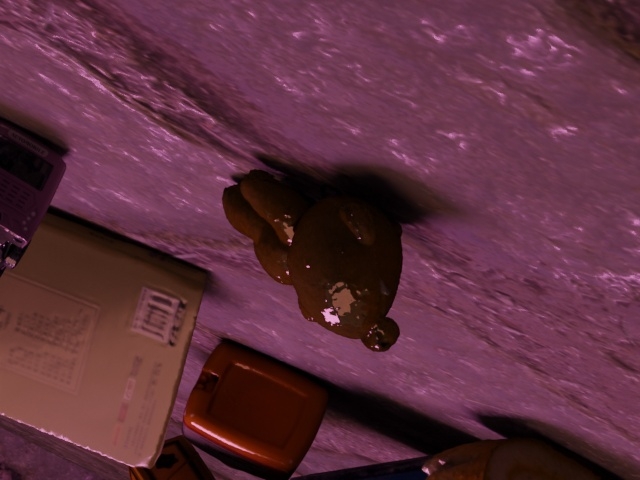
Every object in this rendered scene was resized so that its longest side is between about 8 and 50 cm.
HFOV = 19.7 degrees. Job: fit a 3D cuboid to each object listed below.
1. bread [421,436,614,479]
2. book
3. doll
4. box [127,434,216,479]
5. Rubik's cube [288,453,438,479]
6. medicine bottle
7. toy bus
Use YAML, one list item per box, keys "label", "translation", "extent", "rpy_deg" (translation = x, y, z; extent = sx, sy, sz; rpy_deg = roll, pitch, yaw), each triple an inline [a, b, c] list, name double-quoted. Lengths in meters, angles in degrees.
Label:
- label: "bread"
  translation: [0.217, 0.306, 1.915]
  extent: [0.257, 0.186, 0.124]
  rpy_deg: [22, 164, -30]
- label: "book"
  translation: [-0.298, 0.073, 1.859]
  extent: [0.352, 0.239, 0.035]
  rpy_deg: [21, -151, 5]
- label: "doll"
  translation: [0.000, 0.000, 1.384]
  extent: [0.209, 0.097, 0.137]
  rpy_deg: [30, 145, 56]
- label: "box"
  translation: [-0.128, 0.388, 2.137]
  extent: [0.301, 0.084, 0.192]
  rpy_deg: [-132, 32, -52]
- label: "Rubik's cube"
  translation: [0.074, 0.385, 2.106]
  extent: [0.259, 0.260, 0.255]
  rpy_deg: [-6, 169, -10]
- label: "medicine bottle"
  translation: [-0.080, 0.208, 2.162]
  extent: [0.149, 0.112, 0.222]
  rpy_deg: [25, 166, 1]
- label: "toy bus"
  translation: [-0.294, -0.034, 1.634]
  extent: [0.096, 0.108, 0.199]
  rpy_deg: [31, 162, -11]
